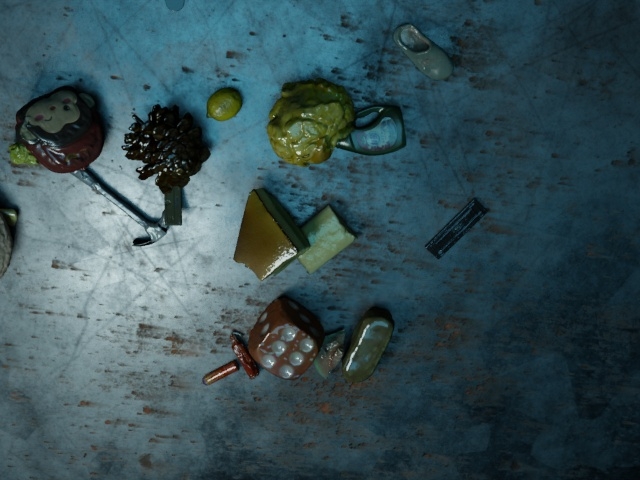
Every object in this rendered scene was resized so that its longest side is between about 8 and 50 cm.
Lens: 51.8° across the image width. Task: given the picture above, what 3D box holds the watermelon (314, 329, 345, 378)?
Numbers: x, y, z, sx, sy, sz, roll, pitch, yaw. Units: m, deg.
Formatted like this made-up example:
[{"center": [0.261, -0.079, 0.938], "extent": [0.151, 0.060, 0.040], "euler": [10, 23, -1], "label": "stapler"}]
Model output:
[{"center": [0.018, 0.354, 2.020], "extent": [0.101, 0.080, 0.155], "euler": [4, 129, -16], "label": "watermelon"}]

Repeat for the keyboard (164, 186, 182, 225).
[{"center": [-0.415, -0.105, 1.853], "extent": [0.049, 0.015, 0.130], "euler": [-1, 82, -21], "label": "keyboard"}]

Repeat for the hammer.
[{"center": [-0.606, -0.148, 1.848], "extent": [0.427, 0.044, 0.152], "euler": [42, 102, -13], "label": "hammer"}]

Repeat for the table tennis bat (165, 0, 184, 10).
[{"center": [-0.381, -0.641, 1.715], "extent": [0.050, 0.007, 0.083], "euler": [-3, 110, -2], "label": "table tennis bat"}]

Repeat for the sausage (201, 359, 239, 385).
[{"center": [-0.315, 0.415, 2.047], "extent": [0.129, 0.034, 0.034], "euler": [-27, 107, 6], "label": "sausage"}]

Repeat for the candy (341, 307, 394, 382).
[{"center": [0.142, 0.319, 2.003], "extent": [0.102, 0.104, 0.234], "euler": [21, 105, -4], "label": "candy"}]

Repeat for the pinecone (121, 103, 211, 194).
[{"center": [-0.414, -0.254, 1.747], "extent": [0.201, 0.202, 0.229], "euler": [27, 128, 13], "label": "pinecone"}]

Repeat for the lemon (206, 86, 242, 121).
[{"center": [-0.261, -0.364, 1.772], "extent": [0.110, 0.082, 0.082], "euler": [-35, 106, 1], "label": "lemon"}]

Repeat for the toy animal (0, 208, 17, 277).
[{"center": [-0.965, 0.016, 1.804], "extent": [0.226, 0.188, 0.359], "euler": [1, 109, 3], "label": "toy animal"}]

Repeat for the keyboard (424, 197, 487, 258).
[{"center": [0.401, -0.034, 1.949], "extent": [0.061, 0.013, 0.204], "euler": [41, 101, -15], "label": "keyboard"}]

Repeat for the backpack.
[{"center": [-0.680, -0.282, 1.739], "extent": [0.229, 0.139, 0.230], "euler": [3, 83, -26], "label": "backpack"}]

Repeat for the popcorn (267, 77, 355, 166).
[{"center": [-0.033, -0.313, 1.738], "extent": [0.250, 0.250, 0.190], "euler": [-22, 142, 4], "label": "popcorn"}]

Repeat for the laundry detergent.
[{"center": [0.126, -0.300, 1.825], "extent": [0.210, 0.063, 0.137], "euler": [-9, 105, 2], "label": "laundry detergent"}]

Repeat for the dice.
[{"center": [-0.104, 0.290, 1.943], "extent": [0.174, 0.179, 0.175], "euler": [37, 105, -14], "label": "dice"}]

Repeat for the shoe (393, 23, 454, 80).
[{"center": [0.278, -0.501, 1.758], "extent": [0.195, 0.078, 0.079], "euler": [40, 101, -10], "label": "shoe"}]

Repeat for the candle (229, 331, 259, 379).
[{"center": [-0.234, 0.350, 2.023], "extent": [0.048, 0.053, 0.162], "euler": [-27, 105, 0], "label": "candle"}]

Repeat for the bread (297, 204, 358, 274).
[{"center": [0.000, 0.000, 1.914], "extent": [0.178, 0.060, 0.139], "euler": [-39, 105, 10], "label": "bread"}]

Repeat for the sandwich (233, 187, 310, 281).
[{"center": [-0.167, -0.012, 1.865], "extent": [0.186, 0.108, 0.220], "euler": [-37, 84, 23], "label": "sandwich"}]

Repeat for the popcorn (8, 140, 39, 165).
[{"center": [-0.811, -0.234, 1.801], "extent": [0.083, 0.059, 0.068], "euler": [45, 72, -38], "label": "popcorn"}]
